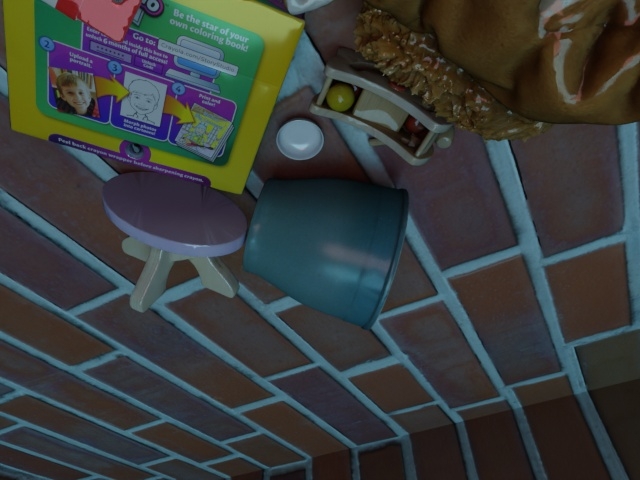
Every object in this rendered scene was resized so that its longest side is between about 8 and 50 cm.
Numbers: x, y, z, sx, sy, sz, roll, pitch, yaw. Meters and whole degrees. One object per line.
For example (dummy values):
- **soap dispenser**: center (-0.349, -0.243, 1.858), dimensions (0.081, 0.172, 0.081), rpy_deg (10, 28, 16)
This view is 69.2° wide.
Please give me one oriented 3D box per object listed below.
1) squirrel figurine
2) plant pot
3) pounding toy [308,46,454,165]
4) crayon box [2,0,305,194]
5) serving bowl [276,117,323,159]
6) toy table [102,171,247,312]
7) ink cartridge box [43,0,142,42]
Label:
- **squirrel figurine**: center (0.145, -0.260, 0.506), dimensions (0.370, 0.281, 0.397), rpy_deg (10, 168, -5)
- **plant pot**: center (0.000, 0.000, 0.868), dimensions (0.255, 0.272, 0.272), rpy_deg (16, 134, -1)
- **pounding toy**: center (0.107, -0.179, 0.747), dimensions (0.269, 0.154, 0.155), rpy_deg (14, 133, -17)
- **crayon box**: center (-0.244, -0.258, 0.680), dimensions (0.362, 0.106, 0.313), rpy_deg (15, 131, -17)
- **serving bowl**: center (-0.036, -0.184, 0.824), dimensions (0.083, 0.027, 0.083), rpy_deg (-1, 136, -1)
- **toy table**: center (-0.268, -0.003, 0.866), dimensions (0.274, 0.252, 0.161), rpy_deg (29, 131, 21)
- **ink cartridge box**: center (-0.285, -0.334, 0.481), dimensions (0.231, 0.078, 0.134), rpy_deg (29, 118, -24)
